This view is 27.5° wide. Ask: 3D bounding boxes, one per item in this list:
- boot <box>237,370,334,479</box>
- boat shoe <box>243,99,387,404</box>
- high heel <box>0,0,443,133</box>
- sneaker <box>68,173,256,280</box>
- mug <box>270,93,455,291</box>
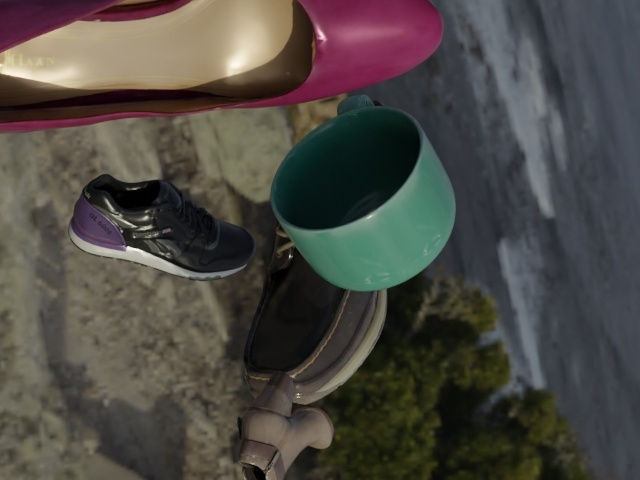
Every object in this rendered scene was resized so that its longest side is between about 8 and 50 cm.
[{"bbox_3d":[-0.030,0.162,1.018,0.118,0.042,0.087,57,42,-43],"label":"boot"},{"bbox_3d":[0.000,0.000,1.265,0.130,0.132,0.355,63,36,-37],"label":"boat shoe"},{"bbox_3d":[-0.098,-0.120,0.911,0.181,0.377,0.127,-91,177,-60],"label":"high heel"},{"bbox_3d":[-0.219,-0.024,1.926,0.283,0.124,0.107,9,46,-21],"label":"sneaker"},{"bbox_3d":[0.046,-0.035,1.018,0.157,0.129,0.097,-56,134,-26],"label":"mug"}]
